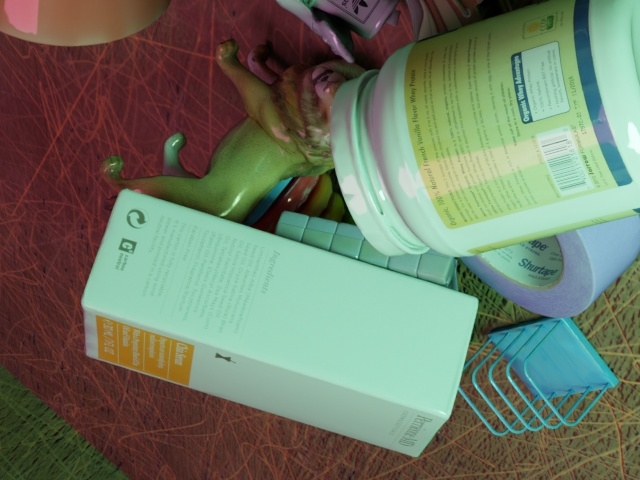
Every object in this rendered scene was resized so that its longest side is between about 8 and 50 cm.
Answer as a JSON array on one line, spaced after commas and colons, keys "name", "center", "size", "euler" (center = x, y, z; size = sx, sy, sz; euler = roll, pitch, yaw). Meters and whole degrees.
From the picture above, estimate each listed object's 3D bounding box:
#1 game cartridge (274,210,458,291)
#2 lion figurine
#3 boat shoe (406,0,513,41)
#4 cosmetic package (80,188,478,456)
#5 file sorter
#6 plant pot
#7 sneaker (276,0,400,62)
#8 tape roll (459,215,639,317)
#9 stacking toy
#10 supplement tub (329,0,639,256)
[{"name": "game cartridge", "center": [0.068, 0.070, 2.090], "size": [0.230, 0.068, 0.355], "euler": [17, 159, 14]}, {"name": "lion figurine", "center": [-0.096, -0.103, 2.046], "size": [0.240, 0.392, 0.142], "euler": [51, -161, 22]}, {"name": "boat shoe", "center": [0.142, -0.293, 1.676], "size": [0.116, 0.123, 0.324], "euler": [-2, 133, 26]}, {"name": "cosmetic package", "center": [-0.057, 0.109, 1.984], "size": [0.453, 0.161, 0.230], "euler": [17, 159, 0]}, {"name": "file sorter", "center": [0.276, 0.182, 2.095], "size": [0.118, 0.104, 0.170], "euler": [51, 151, -10]}, {"name": "plant pot", "center": [-0.313, -0.413, 1.983], "size": [0.275, 0.275, 0.243], "euler": [33, 139, 23]}, {"name": "sneaker", "center": [-0.018, -0.306, 1.705], "size": [0.210, 0.137, 0.366], "euler": [39, -171, 9]}, {"name": "tape roll", "center": [0.234, -0.043, 1.853], "size": [0.275, 0.090, 0.275], "euler": [38, 156, 21]}, {"name": "stacking toy", "center": [0.000, 0.000, 2.210], "size": [0.302, 0.165, 0.175], "euler": [45, 162, -21]}, {"name": "supplement tub", "center": [0.191, -0.111, 1.599], "size": [0.316, 0.228, 0.228], "euler": [-14, 119, 26]}]
